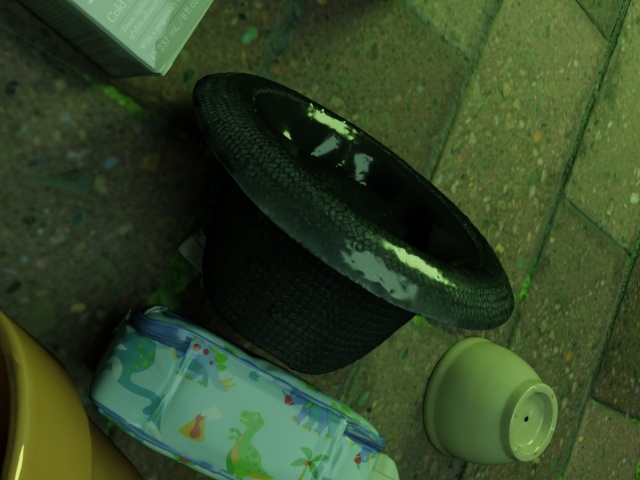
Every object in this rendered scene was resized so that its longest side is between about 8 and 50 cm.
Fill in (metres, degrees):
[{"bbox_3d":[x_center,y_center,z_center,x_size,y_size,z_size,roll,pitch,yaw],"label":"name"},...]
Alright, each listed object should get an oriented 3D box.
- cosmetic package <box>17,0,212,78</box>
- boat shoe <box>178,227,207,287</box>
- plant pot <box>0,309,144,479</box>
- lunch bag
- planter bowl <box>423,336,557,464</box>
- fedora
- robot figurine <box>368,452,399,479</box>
[{"bbox_3d":[-0.188,-0.236,0.448,0.238,0.107,0.127,38,77,-37],"label":"cosmetic package"},{"bbox_3d":[-0.095,0.034,0.601,0.035,0.035,0.100,-34,122,2],"label":"boat shoe"},{"bbox_3d":[-0.226,0.201,0.386,0.290,0.291,0.203,-54,139,-18],"label":"plant pot"},{"bbox_3d":[-0.071,0.131,0.519,0.219,0.176,0.090,30,78,-10],"label":"lunch bag"},{"bbox_3d":[0.225,0.212,0.815,0.162,0.109,0.161,-5,99,-36],"label":"planter bowl"},{"bbox_3d":[0.000,0.000,0.541,0.334,0.334,0.152,23,113,-37],"label":"fedora"},{"bbox_3d":[-0.003,0.332,0.546,0.353,0.300,0.199,-57,133,-67],"label":"robot figurine"}]
